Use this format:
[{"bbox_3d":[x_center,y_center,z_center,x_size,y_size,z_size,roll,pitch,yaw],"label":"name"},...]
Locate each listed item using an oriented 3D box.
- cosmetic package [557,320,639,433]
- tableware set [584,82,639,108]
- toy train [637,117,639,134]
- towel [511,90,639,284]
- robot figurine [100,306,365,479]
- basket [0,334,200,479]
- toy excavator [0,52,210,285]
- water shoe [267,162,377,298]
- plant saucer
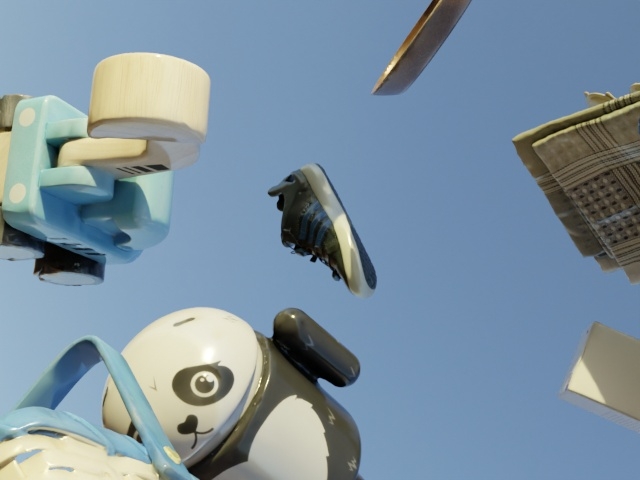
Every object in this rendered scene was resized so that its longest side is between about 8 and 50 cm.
[{"bbox_3d":[0.481,0.221,1.277,0.231,0.117,0.085,24,-16,10],"label":"cosmetic package"},{"bbox_3d":[0.478,-0.179,1.294,0.141,0.020,0.169,41,-12,-22],"label":"tableware set"},{"bbox_3d":[0.330,-0.068,0.697,0.158,0.027,0.036,27,-50,27],"label":"toy train"},{"bbox_3d":[0.478,-0.072,1.247,0.324,0.056,0.312,-17,-56,44],"label":"towel"},{"bbox_3d":[-0.072,0.185,0.815,0.174,0.209,0.278,-19,-53,39],"label":"robot figurine"},{"bbox_3d":[-0.161,0.197,0.469,0.254,0.201,0.289,-52,-149,-8],"label":"basket"},{"bbox_3d":[-0.276,-0.101,1.159,0.446,0.433,0.222,-5,-108,21],"label":"toy excavator"},{"bbox_3d":[0.000,0.000,0.977,0.073,0.080,0.203,57,7,-45],"label":"water shoe"},{"bbox_3d":[0.109,-0.209,0.876,0.029,0.168,0.168,35,-44,-4],"label":"plant saucer"}]
